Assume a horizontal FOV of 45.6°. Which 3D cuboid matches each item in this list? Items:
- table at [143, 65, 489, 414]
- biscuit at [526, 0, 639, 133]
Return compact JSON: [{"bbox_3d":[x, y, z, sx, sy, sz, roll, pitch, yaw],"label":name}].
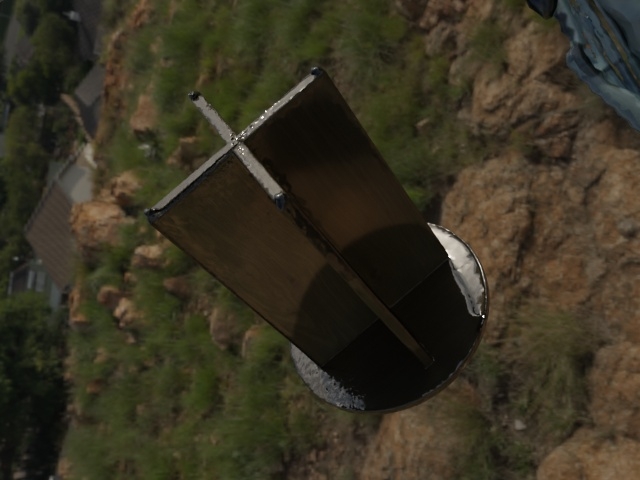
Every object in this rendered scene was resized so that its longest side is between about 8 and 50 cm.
[{"bbox_3d":[0.000,0.000,0.516,0.167,0.227,0.167,-17,51,22],"label":"table"},{"bbox_3d":[0.265,-0.139,0.349,0.309,0.186,0.079,-38,6,3],"label":"biscuit"}]
